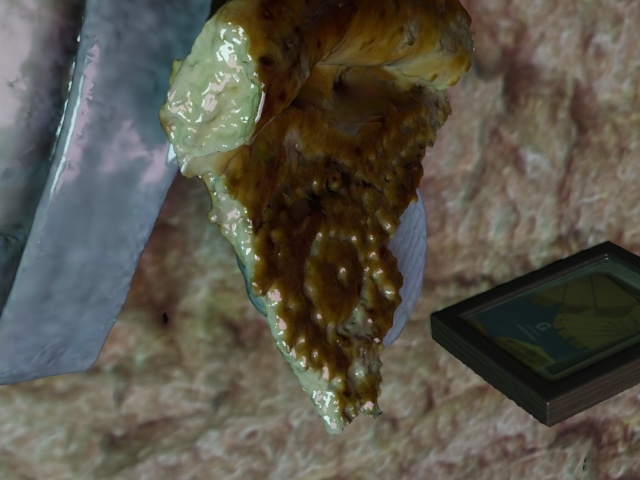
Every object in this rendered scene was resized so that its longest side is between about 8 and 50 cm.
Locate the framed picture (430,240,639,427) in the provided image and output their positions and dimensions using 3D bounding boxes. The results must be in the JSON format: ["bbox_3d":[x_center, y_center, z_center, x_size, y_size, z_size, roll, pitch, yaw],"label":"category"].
[{"bbox_3d":[0.182,0.058,0.694,0.169,0.128,0.023,-20,120,-22],"label":"framed picture"}]

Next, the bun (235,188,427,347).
[{"bbox_3d":[0.000,0.000,0.576,0.141,0.083,0.140,13,74,-53],"label":"bun"}]

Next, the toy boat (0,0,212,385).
[{"bbox_3d":[-0.173,-0.091,0.423,0.293,0.111,0.276,30,90,-30],"label":"toy boat"}]

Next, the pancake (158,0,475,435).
[{"bbox_3d":[0.024,-0.032,0.498,0.266,0.057,0.244,-5,88,-56],"label":"pancake"}]
